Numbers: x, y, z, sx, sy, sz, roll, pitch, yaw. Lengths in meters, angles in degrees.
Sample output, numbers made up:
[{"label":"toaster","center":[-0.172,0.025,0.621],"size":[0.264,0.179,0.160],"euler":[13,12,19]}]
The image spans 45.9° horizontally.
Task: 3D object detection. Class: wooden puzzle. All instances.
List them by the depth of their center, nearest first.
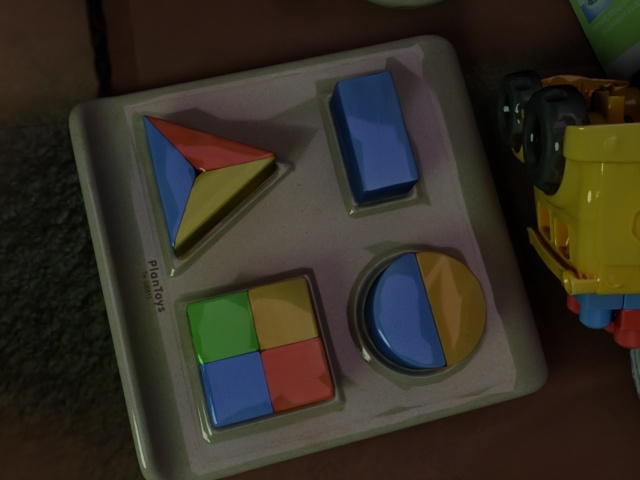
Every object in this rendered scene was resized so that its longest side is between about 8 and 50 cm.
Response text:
[{"label":"wooden puzzle","center":[0.000,0.000,0.608],"size":[0.347,0.080,0.322],"euler":[-12,81,-12]}]

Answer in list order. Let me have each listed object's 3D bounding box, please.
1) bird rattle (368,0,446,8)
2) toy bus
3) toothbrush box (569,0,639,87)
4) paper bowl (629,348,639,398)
[{"label":"bird rattle","center":[0.072,-0.313,0.666],"size":[0.253,0.143,0.207],"euler":[0,95,-7]},{"label":"toy bus","center":[0.232,-0.030,0.619],"size":[0.149,0.220,0.212],"euler":[-3,111,-1]},{"label":"toothbrush box","center":[0.339,-0.286,0.705],"size":[0.206,0.122,0.283],"euler":[-23,82,-14]},{"label":"paper bowl","center":[0.411,0.086,0.604],"size":[0.284,0.148,0.285],"euler":[-1,76,4]}]
